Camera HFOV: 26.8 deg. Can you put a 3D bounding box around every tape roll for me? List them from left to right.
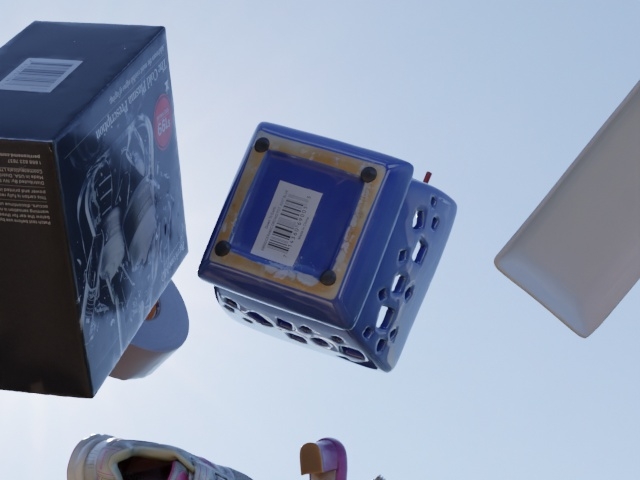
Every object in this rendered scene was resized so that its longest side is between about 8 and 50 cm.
[{"bbox_3d":[-0.289,0.087,1.870,0.219,0.219,0.072,28,-59,-36],"label":"tape roll"}]

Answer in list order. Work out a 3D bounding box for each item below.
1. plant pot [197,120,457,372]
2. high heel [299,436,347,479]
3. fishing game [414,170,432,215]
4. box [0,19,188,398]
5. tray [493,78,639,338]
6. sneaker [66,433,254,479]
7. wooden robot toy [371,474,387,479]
[{"bbox_3d":[0.000,0.000,1.577,0.236,0.236,0.212,18,-10,21],"label":"plant pot"},{"bbox_3d":[0.011,0.426,2.061,0.082,0.244,0.117,-12,-12,24],"label":"high heel"},{"bbox_3d":[0.088,-0.010,1.920,0.041,0.189,0.264,28,-16,-14],"label":"fishing game"},{"bbox_3d":[-0.295,-0.047,1.533,0.178,0.343,0.313,5,-60,13],"label":"box"},{"bbox_3d":[0.290,-0.048,1.286,0.145,0.030,0.270,37,-86,-27],"label":"tray"},{"bbox_3d":[-0.160,0.292,1.533,0.252,0.103,0.111,18,-15,-20],"label":"sneaker"},{"bbox_3d":[0.163,0.426,2.164,0.079,0.173,0.076,-53,-29,5],"label":"wooden robot toy"}]
